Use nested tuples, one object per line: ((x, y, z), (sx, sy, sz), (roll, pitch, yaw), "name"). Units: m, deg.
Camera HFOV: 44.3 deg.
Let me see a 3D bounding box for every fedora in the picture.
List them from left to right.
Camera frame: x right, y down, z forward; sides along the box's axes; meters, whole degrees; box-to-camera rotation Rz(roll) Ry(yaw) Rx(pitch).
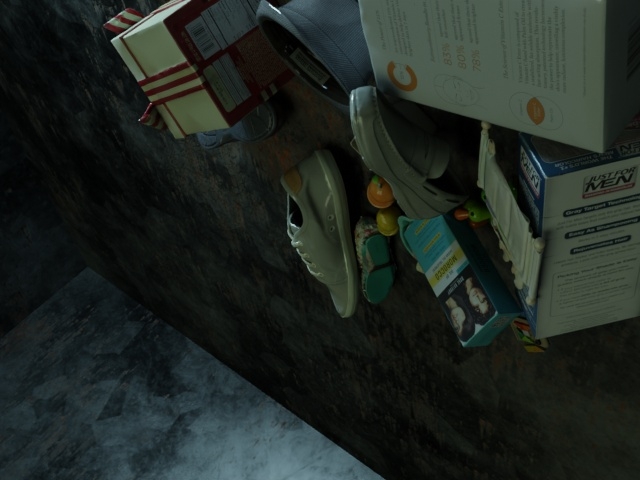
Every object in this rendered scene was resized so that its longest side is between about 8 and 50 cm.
((0.019, -0.316, 1.252), (0.244, 0.124, 0.275), (46, 178, -29), "fedora")

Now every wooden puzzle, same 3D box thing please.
((0.412, 0.183, 1.558), (0.078, 0.014, 0.116), (0, 129, 55), "wooden puzzle")

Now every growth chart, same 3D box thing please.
((0.270, -0.036, 1.140), (0.172, 0.021, 0.237), (79, 175, -60), "growth chart")

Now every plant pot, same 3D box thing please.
((0.136, -0.178, 1.355), (0.109, 0.096, 0.109), (46, 154, 1), "plant pot")

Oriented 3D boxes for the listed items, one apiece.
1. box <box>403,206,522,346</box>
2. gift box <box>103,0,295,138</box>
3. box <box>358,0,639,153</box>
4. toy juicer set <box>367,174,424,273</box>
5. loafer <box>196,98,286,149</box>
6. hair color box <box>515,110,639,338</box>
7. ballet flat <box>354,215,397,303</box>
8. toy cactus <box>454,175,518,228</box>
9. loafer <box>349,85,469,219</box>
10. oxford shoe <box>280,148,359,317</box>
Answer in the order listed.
((0.236, 0.052, 1.337), (0.100, 0.060, 0.244), (-54, 47, 38), "box")
((-0.231, -0.346, 1.464), (0.258, 0.276, 0.255), (5, 127, 55), "gift box")
((0.234, -0.280, 0.989), (0.345, 0.168, 0.215), (24, 147, 36), "box")
((0.191, 0.005, 1.542), (0.209, 0.089, 0.329), (5, 133, 52), "toy juicer set")
((-0.160, -0.262, 1.698), (0.302, 0.095, 0.109), (-3, 104, 51), "loafer")
((0.380, -0.014, 1.130), (0.347, 0.173, 0.105), (77, 180, -46), "hair color box")
((0.118, 0.037, 1.727), (0.241, 0.091, 0.077), (85, 164, -46), "ballet flat")
((0.328, -0.043, 1.295), (0.180, 0.112, 0.219), (36, 156, -25), "toy cactus")
((0.137, -0.133, 1.185), (0.111, 0.112, 0.319), (-13, 152, 23), "loafer")
((0.000, 0.000, 1.715), (0.169, 0.130, 0.449), (-118, 11, -47), "oxford shoe")
